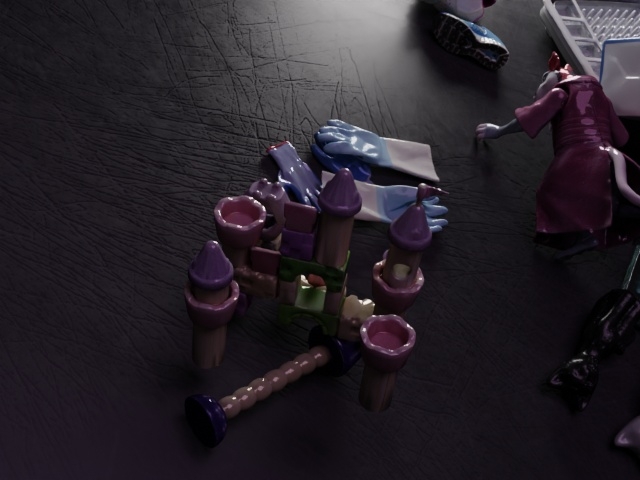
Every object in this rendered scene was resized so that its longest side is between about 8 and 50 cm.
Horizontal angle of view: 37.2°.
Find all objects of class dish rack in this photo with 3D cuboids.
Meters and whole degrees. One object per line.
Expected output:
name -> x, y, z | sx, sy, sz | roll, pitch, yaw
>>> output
dish rack -> 0.611, -0.391, 1.952 | 0.332, 0.072, 0.286 | -7, 59, -28

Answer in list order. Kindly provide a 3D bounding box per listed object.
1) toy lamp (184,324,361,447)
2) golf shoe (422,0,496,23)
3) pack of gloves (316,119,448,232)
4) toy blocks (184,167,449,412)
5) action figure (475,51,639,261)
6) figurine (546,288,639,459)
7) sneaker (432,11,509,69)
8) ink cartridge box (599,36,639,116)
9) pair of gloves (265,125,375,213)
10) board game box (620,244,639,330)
toy lamp -> -0.047, 0.176, 1.244 | 0.274, 0.080, 0.080 | -23, 69, -34
golf shoe -> 0.305, -0.538, 1.905 | 0.140, 0.115, 0.306 | 39, 56, -8
pack of gloves -> 0.108, -0.112, 1.518 | 0.232, 0.046, 0.195 | 11, 52, -27
toy blocks -> 0.000, 0.000, 1.199 | 0.288, 0.260, 0.309 | 13, 40, 7
action figure -> 0.433, -0.163, 1.593 | 0.248, 0.276, 0.370 | -1, 71, -18
figurine -> 0.471, 0.216, 1.454 | 0.215, 0.092, 0.209 | 42, 58, 7
sneaker -> 0.284, -0.386, 1.818 | 0.162, 0.063, 0.073 | 29, 34, -11
ink cartridge box -> 0.749, -0.279, 1.755 | 0.395, 0.270, 0.151 | 4, 96, -30
pair of gloves -> 0.007, -0.106, 1.504 | 0.198, 0.023, 0.159 | -20, 66, -35
board game box -> 0.577, 0.090, 1.621 | 0.126, 0.026, 0.186 | 34, 50, 0
